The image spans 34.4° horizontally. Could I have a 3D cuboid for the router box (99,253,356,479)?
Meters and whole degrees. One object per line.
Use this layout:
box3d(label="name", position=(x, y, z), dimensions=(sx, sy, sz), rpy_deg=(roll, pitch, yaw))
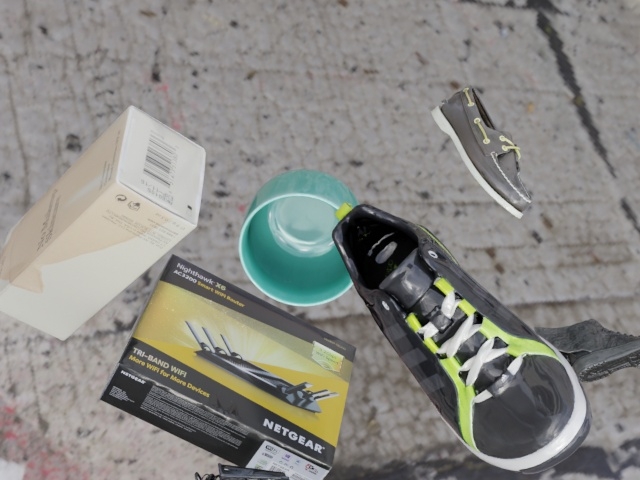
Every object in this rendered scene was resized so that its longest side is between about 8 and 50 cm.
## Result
box3d(label="router box", position=(-0.115, 0.180, 1.419), dimensions=(0.308, 0.081, 0.243), rpy_deg=(27, 35, -9))

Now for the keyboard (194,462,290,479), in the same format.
box3d(label="keyboard", position=(-0.080, 0.282, 1.103), dimensions=(0.100, 0.192, 0.038), rpy_deg=(6, 62, 5))

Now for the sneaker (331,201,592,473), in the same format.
box3d(label="sneaker", position=(0.072, 0.055, 0.662), dimensions=(0.097, 0.084, 0.235), rpy_deg=(36, 9, -44))

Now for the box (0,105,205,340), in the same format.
box3d(label="box", position=(-0.292, -0.015, 1.344), dimensions=(0.121, 0.311, 0.148), rpy_deg=(31, 38, -29))

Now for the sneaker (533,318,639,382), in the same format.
box3d(label="sneaker", position=(0.378, 0.135, 1.376), dimensions=(0.170, 0.051, 0.089), rpy_deg=(-15, 43, -6))

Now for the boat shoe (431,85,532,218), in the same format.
box3d(label="boat shoe", position=(0.226, -0.124, 1.391), dimensions=(0.081, 0.068, 0.228), rpy_deg=(31, 23, -46))

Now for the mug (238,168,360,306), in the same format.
box3d(label="mug", position=(-0.010, 0.001, 1.098), dimensions=(0.158, 0.129, 0.097), rpy_deg=(56, 17, -21))
